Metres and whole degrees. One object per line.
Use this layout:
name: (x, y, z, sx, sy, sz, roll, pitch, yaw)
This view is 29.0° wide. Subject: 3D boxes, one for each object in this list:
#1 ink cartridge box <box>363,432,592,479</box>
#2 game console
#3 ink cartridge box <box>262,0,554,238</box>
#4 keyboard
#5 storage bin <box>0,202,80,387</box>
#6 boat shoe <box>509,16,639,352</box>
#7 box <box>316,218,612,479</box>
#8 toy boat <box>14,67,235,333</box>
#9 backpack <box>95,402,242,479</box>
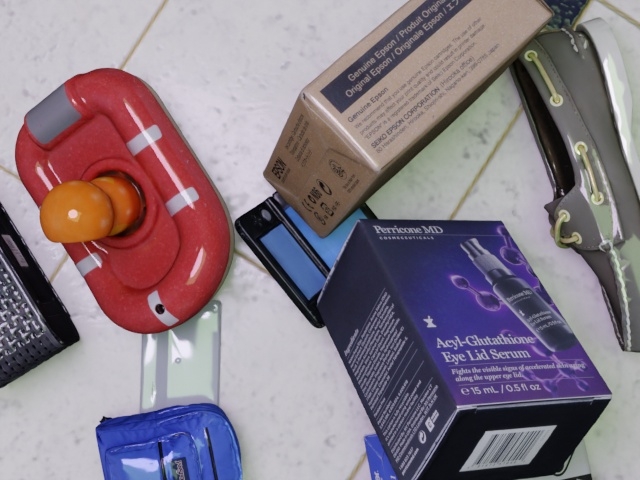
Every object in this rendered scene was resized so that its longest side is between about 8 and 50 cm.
ink cartridge box: (0.140, 0.198, 1.059, 0.207, 0.046, 0.097, -3, 78, -32)
game console: (0.000, 0.000, 1.104, 0.071, 0.107, 0.122, -39, 89, 26)
ink cartridge box: (0.061, -0.114, 1.009, 0.193, 0.235, 0.088, -43, 88, -17)
keyboard: (-0.129, 0.181, 1.124, 0.072, 0.014, 0.256, 2, 89, -7)
storage bin: (-0.294, 0.033, 1.065, 0.084, 0.122, 0.180, -31, 90, -2)
boat shoe: (0.240, -0.042, 1.095, 0.091, 0.109, 0.305, -12, 83, -2)
box: (0.110, 0.087, 1.011, 0.153, 0.108, 0.207, -1, 45, -29)
toy boat: (-0.180, -0.026, 1.041, 0.151, 0.151, 0.231, -33, 89, 24)
backpack: (-0.127, 0.196, 1.067, 0.120, 0.101, 0.098, -10, 97, -11)
